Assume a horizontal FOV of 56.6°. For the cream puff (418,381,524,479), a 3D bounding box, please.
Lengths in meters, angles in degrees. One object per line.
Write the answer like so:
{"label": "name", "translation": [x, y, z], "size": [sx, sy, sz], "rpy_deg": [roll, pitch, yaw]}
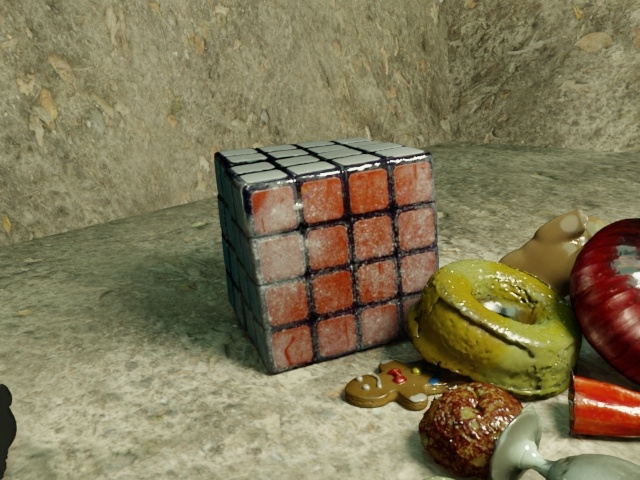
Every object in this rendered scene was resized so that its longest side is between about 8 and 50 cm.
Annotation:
{"label": "cream puff", "translation": [0.195, 0.231, 0.749], "size": [0.149, 0.084, 0.149], "rpy_deg": [-5, 15, 1]}

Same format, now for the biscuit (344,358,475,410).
{"label": "biscuit", "translation": [0.136, 0.214, 0.917], "size": [0.205, 0.031, 0.138], "rpy_deg": [-11, 18, -10]}

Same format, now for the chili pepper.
{"label": "chili pepper", "translation": [0.409, 0.220, 0.764], "size": [0.169, 0.065, 0.088], "rpy_deg": [5, 35, 16]}

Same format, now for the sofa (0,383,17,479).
{"label": "sofa", "translation": [-0.548, 0.284, 0.768], "size": [0.200, 0.182, 0.258], "rpy_deg": [-23, 17, 4]}

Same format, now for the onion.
{"label": "onion", "translation": [0.487, 0.107, 0.880], "size": [0.273, 0.285, 0.273], "rpy_deg": [5, 59, -9]}

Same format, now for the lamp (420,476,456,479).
{"label": "lamp", "translation": [0.162, 0.292, 0.590], "size": [0.163, 0.091, 0.091], "rpy_deg": [12, 18, 0]}

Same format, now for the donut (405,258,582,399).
{"label": "donut", "translation": [0.278, 0.120, 0.926], "size": [0.272, 0.107, 0.272], "rpy_deg": [6, 32, -4]}

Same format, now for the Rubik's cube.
{"label": "Rubik's cube", "translation": [0.000, 0.000, 1.128], "size": [0.344, 0.344, 0.337], "rpy_deg": [-9, 17, -17]}

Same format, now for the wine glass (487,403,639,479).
{"label": "wine glass", "translation": [0.284, 0.261, 0.592], "size": [0.103, 0.103, 0.222], "rpy_deg": [-18, 26, -34]}

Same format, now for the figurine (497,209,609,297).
{"label": "figurine", "translation": [0.454, 0.059, 1.100], "size": [0.173, 0.247, 0.177], "rpy_deg": [26, 18, -46]}
